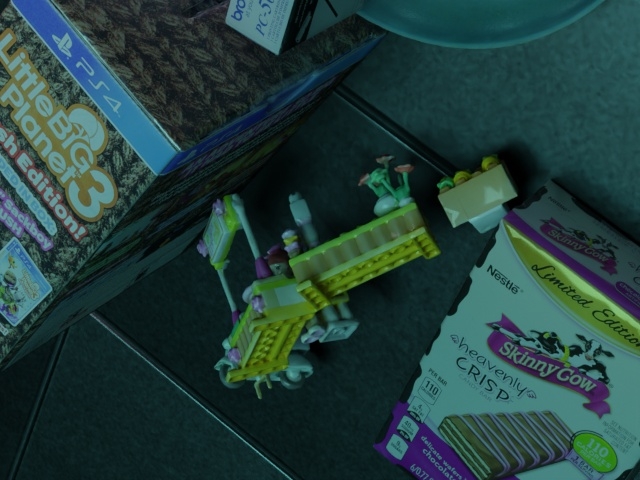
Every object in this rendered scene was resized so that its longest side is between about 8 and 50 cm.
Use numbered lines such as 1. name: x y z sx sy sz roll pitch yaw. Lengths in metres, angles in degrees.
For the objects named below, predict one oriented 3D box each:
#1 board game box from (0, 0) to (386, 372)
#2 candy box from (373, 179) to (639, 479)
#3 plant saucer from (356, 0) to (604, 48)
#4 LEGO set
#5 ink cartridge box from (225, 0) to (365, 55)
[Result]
1. board game box: -0.135 -0.073 1.151 0.141 0.232 0.291 49 132 4
2. candy box: 0.151 0.099 1.139 0.159 0.071 0.233 38 130 15
3. plant saucer: 0.077 -0.270 1.013 0.318 0.044 0.317 17 122 29
4. LEGO set: 0.000 0.000 1.175 0.287 0.132 0.107 -43 59 40
5. ink cartridge box: 0.010 -0.216 0.997 0.046 0.097 0.207 33 129 18
